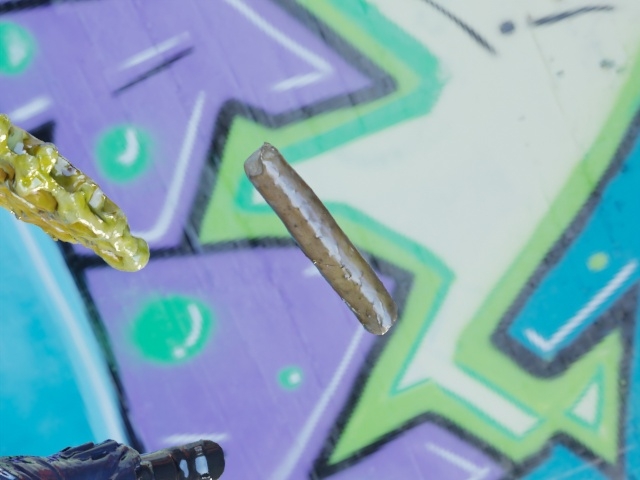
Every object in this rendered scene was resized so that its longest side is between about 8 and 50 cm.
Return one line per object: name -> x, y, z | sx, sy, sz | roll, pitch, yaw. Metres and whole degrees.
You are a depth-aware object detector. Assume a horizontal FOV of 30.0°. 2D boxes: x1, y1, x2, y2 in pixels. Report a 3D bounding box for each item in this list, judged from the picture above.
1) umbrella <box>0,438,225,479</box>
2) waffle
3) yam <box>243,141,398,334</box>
umbrella -> -0.138, 0.148, 0.675 | 0.248, 0.071, 0.071 | 9, 55, -60
waffle -> -0.299, -0.073, 1.074 | 0.311, 0.060, 0.307 | 22, -15, 33
yam -> 0.000, 0.000, 1.270 | 0.241, 0.056, 0.057 | 54, 8, -15
